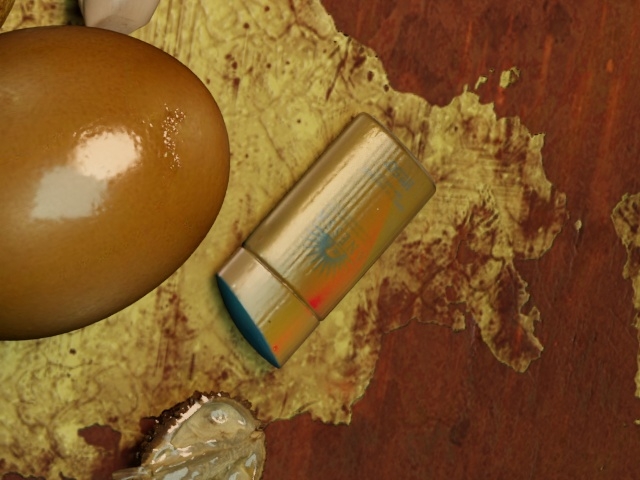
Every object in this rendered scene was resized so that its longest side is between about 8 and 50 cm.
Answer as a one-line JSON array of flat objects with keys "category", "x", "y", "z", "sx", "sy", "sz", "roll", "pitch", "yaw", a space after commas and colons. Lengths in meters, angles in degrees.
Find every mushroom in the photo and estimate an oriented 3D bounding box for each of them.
[{"category": "mushroom", "x": -0.195, "y": -0.301, "z": 1.695, "sx": 0.097, "sy": 0.088, "sz": 0.212, "roll": 18, "pitch": 88, "yaw": -38}]

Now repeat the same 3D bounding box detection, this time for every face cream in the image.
[{"category": "face cream", "x": 0.000, "y": 0.000, "z": 1.874, "sx": 0.285, "sy": 0.067, "sz": 0.139, "roll": -48, "pitch": 115, "yaw": -8}]

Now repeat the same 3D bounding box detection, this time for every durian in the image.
[{"category": "durian", "x": -0.152, "y": 0.245, "z": 1.845, "sx": 0.188, "sy": 0.091, "sz": 0.148, "roll": -11, "pitch": 94, "yaw": -32}]

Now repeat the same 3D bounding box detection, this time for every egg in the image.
[{"category": "egg", "x": -0.255, "y": -0.054, "z": 1.512, "sx": 0.351, "sy": 0.282, "sz": 0.282, "roll": -16, "pitch": 110, "yaw": 1}]

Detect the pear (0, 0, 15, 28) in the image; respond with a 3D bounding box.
[{"category": "pear", "x": -0.381, "y": -0.249, "z": 1.557, "sx": 0.197, "sy": 0.197, "sz": 0.197, "roll": -6, "pitch": 105, "yaw": -25}]
